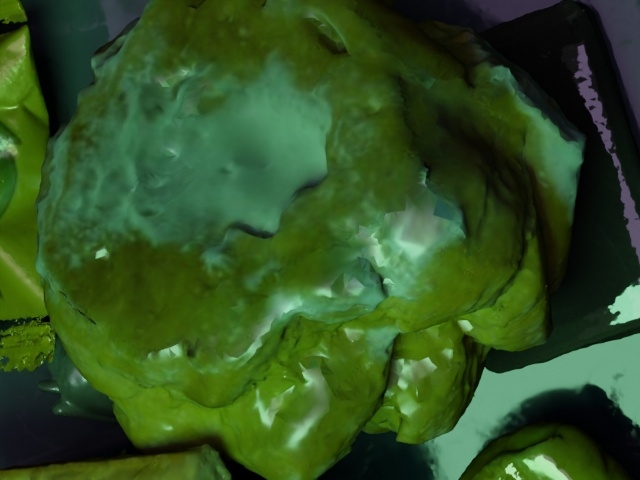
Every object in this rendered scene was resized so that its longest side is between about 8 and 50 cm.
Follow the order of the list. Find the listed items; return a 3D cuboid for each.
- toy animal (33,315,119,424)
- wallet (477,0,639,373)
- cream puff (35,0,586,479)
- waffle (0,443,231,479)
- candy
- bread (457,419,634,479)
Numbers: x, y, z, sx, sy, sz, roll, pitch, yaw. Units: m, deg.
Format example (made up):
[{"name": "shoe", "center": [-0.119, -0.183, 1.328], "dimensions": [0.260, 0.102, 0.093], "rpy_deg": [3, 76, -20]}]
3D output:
[{"name": "toy animal", "center": [-0.148, 0.023, 1.438], "dimensions": [0.138, 0.108, 0.236], "rpy_deg": [16, 85, -19]}, {"name": "wallet", "center": [0.160, -0.038, 1.375], "dimensions": [0.169, 0.052, 0.245], "rpy_deg": [-19, 87, 24]}, {"name": "cream puff", "center": [0.000, 0.000, 1.288], "dimensions": [0.378, 0.275, 0.378], "rpy_deg": [-9, 66, 21]}, {"name": "waffle", "center": [-0.106, 0.277, 1.329], "dimensions": [0.304, 0.077, 0.348], "rpy_deg": [-12, 130, 39]}, {"name": "candy", "center": [-0.272, -0.044, 1.434], "dimensions": [0.187, 0.081, 0.297], "rpy_deg": [-7, 88, 40]}, {"name": "bread", "center": [0.250, 0.291, 1.358], "dimensions": [0.383, 0.112, 0.166], "rpy_deg": [42, 107, 6]}]
